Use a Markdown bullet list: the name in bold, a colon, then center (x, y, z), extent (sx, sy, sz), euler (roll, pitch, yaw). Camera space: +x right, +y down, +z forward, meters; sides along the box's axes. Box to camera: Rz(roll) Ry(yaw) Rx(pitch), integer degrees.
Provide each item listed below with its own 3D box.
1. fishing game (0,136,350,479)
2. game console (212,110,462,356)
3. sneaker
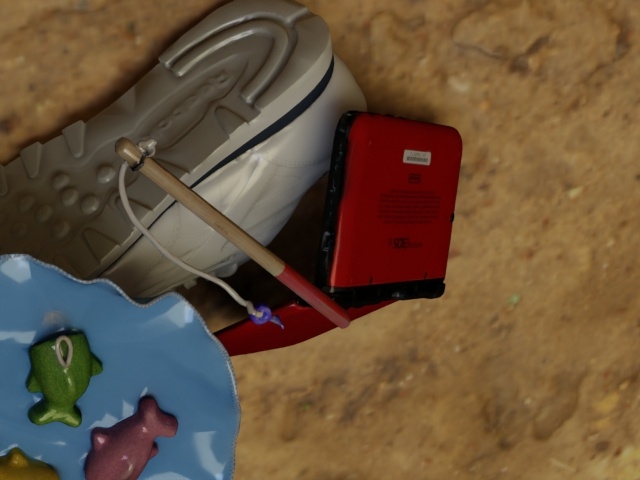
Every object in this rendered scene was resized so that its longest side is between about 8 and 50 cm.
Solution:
- **fishing game**: center (-0.116, 0.089, 0.629), extent (0.264, 0.041, 0.189), euler (-45, 125, 5)
- **game console**: center (0.000, 0.000, 0.745), extent (0.144, 0.085, 0.124), euler (-2, 100, -67)
- **sneaker**: center (-0.079, -0.006, 0.709), extent (0.235, 0.090, 0.095), euler (-34, 142, -4)
